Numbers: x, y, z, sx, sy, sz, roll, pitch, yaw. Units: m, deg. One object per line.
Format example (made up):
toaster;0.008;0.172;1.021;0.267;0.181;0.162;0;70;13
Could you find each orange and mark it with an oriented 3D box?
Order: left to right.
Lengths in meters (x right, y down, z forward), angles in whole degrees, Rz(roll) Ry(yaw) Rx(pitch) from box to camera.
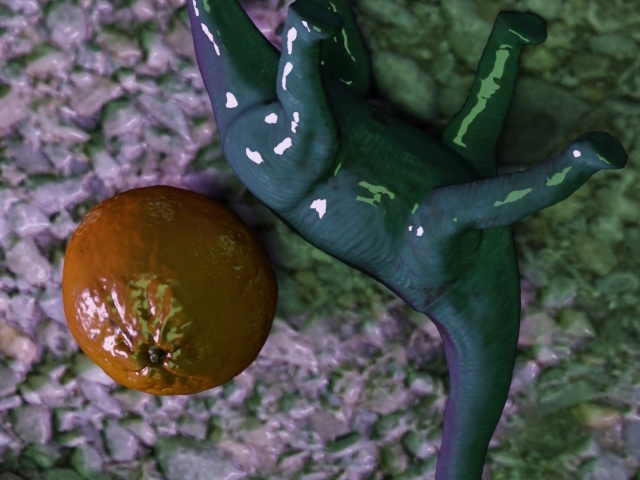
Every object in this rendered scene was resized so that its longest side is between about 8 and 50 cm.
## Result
orange;-0.094;0.032;1.058;0.136;0.117;0.135;3;107;9

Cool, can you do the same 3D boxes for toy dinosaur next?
toy dinosaur;0.000;0.000;1.041;0.384;0.129;0.330;28;124;4

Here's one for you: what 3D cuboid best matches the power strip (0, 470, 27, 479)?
power strip;-0.260;0.286;1.184;0.118;0.046;0.270;23;90;4
